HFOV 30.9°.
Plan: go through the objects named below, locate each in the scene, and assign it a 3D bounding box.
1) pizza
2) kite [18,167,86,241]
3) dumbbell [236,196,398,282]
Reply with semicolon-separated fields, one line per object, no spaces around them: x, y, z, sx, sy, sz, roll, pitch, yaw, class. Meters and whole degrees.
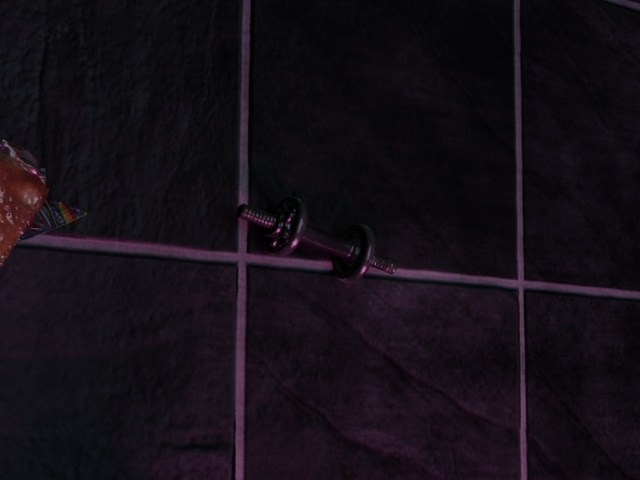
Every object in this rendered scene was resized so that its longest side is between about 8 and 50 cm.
-0.420;-0.034;1.184;0.305;0.085;0.161;-16;97;-42;pizza
-0.321;-0.039;1.308;0.122;0.004;0.090;24;70;-32;kite
0.000;0.000;1.494;0.254;0.081;0.082;20;73;-33;dumbbell
